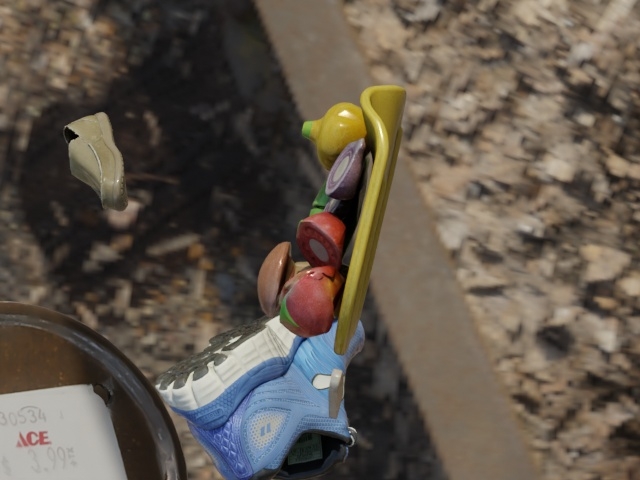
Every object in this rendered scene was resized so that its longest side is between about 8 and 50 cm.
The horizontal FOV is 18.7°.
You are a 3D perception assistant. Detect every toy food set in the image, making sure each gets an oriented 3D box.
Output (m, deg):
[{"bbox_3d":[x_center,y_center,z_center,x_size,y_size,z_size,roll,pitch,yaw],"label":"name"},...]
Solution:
[{"bbox_3d":[0.000,0.000,1.261,0.071,0.128,0.218,13,84,4],"label":"toy food set"}]

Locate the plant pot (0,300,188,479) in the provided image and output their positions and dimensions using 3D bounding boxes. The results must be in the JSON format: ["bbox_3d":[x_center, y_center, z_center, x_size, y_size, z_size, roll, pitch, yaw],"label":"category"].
[{"bbox_3d":[-0.147,0.119,0.665,0.230,0.215,0.215,-39,66,44],"label":"plant pot"}]

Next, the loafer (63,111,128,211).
[{"bbox_3d":[-0.225,-0.075,1.946,0.148,0.050,0.056,-115,17,-54],"label":"loafer"}]

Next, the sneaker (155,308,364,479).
[{"bbox_3d":[-0.035,0.141,1.753,0.129,0.330,0.147,-23,93,24],"label":"sneaker"}]
